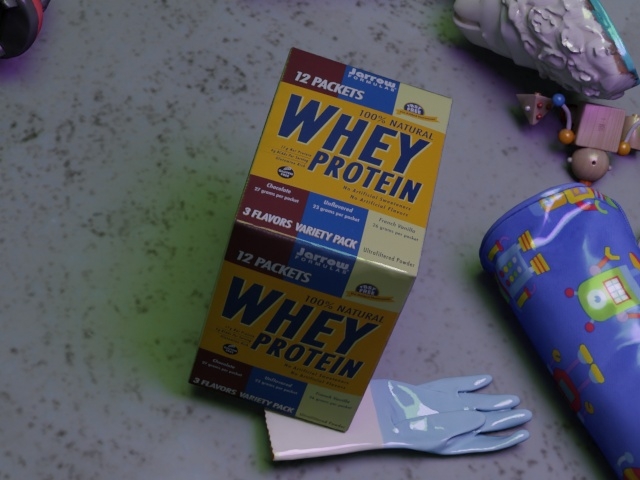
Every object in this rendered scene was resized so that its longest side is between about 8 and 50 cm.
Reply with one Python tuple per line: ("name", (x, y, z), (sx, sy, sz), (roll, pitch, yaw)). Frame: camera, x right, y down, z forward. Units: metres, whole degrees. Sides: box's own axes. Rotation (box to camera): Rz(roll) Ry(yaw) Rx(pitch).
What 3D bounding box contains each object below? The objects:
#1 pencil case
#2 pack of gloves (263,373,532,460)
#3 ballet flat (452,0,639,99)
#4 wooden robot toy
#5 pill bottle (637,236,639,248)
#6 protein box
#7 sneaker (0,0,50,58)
("pencil case", (0.257, 0.093, 1.218), (0.133, 0.119, 0.306), (-30, 67, -3))
("pack of gloves", (0.074, 0.193, 1.168), (0.232, 0.046, 0.195), (0, 45, -16))
("ballet flat", (0.175, -0.266, 1.433), (0.147, 0.147, 0.409), (-7, 52, -18))
("wooden robot toy", (0.262, -0.088, 1.387), (0.173, 0.076, 0.079), (11, 91, -7))
("pill bottle", (0.327, 0.017, 1.333), (0.083, 0.043, 0.043), (32, 56, 7))
("protein box", (0.000, 0.000, 1.151), (0.136, 0.201, 0.199), (17, 47, -2))
("sneaker", (-0.355, -0.267, 1.303), (0.276, 0.097, 0.135), (28, 40, -2))
